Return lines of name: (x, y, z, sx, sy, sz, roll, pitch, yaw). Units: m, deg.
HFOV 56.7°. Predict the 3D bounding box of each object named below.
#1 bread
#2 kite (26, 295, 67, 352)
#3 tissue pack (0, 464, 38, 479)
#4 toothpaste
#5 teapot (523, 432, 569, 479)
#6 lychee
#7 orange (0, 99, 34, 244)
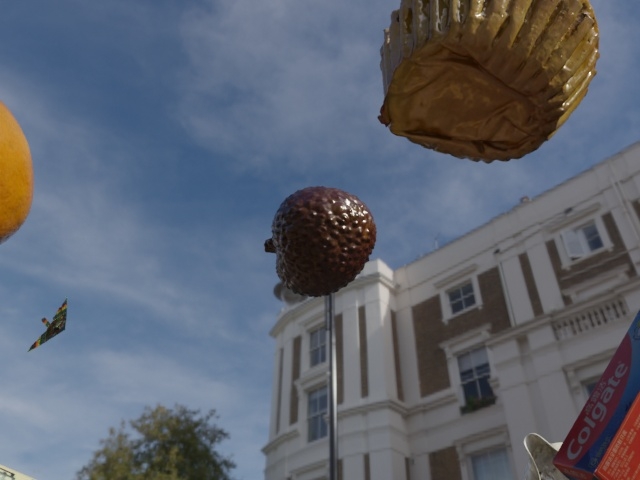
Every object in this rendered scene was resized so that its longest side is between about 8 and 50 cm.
bread: (0.202, -0.200, 0.733, 0.274, 0.149, 0.274, 8, -36, 6)
kite: (-0.502, 0.162, 1.111, 0.004, 0.122, 0.090, 29, -17, 14)
tissue pack: (-0.502, 0.585, 0.958, 0.405, 0.331, 0.205, 35, -59, -19)
toothpaste: (0.392, 0.151, 0.695, 0.066, 0.320, 0.076, 41, -18, -3)
teapot: (0.428, 0.427, 1.002, 0.145, 0.226, 0.092, -43, -26, 0)
lychee: (0.000, 0.000, 1.336, 0.261, 0.260, 0.260, 0, -40, 0)
orange: (-0.569, -0.098, 0.837, 0.312, 0.312, 0.312, 0, -40, 0)
